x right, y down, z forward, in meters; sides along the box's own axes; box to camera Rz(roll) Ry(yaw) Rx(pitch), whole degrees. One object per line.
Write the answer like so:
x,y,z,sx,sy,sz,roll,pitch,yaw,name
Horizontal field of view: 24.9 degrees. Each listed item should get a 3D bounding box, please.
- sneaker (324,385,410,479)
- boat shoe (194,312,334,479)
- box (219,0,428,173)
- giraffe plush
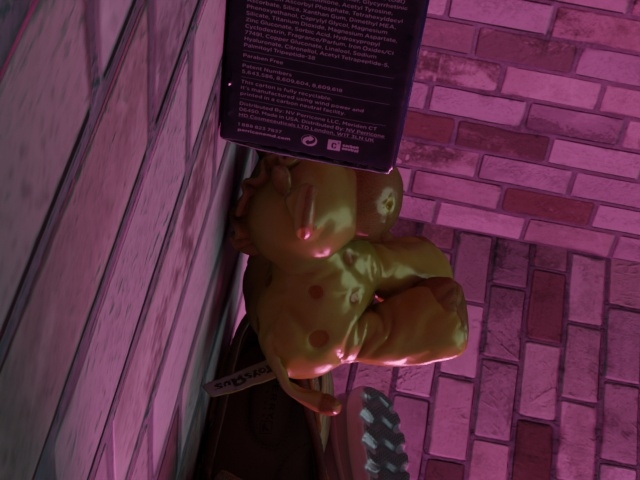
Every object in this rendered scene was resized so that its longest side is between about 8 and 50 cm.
0.016,0.266,1.183,0.105,0.115,0.281,31,50,-50,sneaker
-0.048,0.208,1.077,0.123,0.123,0.342,81,14,-60,boat shoe
0.014,-0.169,0.826,0.207,0.108,0.153,99,4,-48,box
0.000,0.000,1.024,0.210,0.181,0.171,-28,128,-35,giraffe plush
